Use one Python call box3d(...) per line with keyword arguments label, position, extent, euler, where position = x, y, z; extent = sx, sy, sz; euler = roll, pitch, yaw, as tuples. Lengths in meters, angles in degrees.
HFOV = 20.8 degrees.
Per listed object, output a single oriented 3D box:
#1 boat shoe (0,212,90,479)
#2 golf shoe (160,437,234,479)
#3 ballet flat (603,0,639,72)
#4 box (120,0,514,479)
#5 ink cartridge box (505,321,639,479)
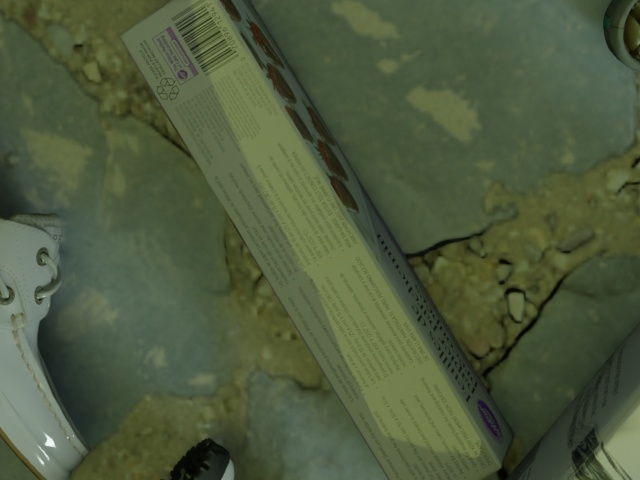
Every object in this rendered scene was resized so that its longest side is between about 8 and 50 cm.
box3d(label="boat shoe", position=(-0.194, 0.013, 1.029), extent=(0.096, 0.098, 0.277), euler=(-29, 99, -11))
box3d(label="golf shoe", position=(-0.073, 0.215, 1.061), extent=(0.094, 0.077, 0.198), euler=(17, 108, -7))
box3d(label="ballet flat", position=(0.257, -0.106, 0.925), extent=(0.213, 0.068, 0.072), euler=(3, 101, 11))
box3d(label="box", position=(0.000, 0.000, 1.001), extent=(0.067, 0.063, 0.324), euler=(-31, 93, 17))
box3d(label="ink cartridge box", position=(0.172, 0.131, 0.934), extent=(0.100, 0.172, 0.237), euler=(38, 105, 2))
